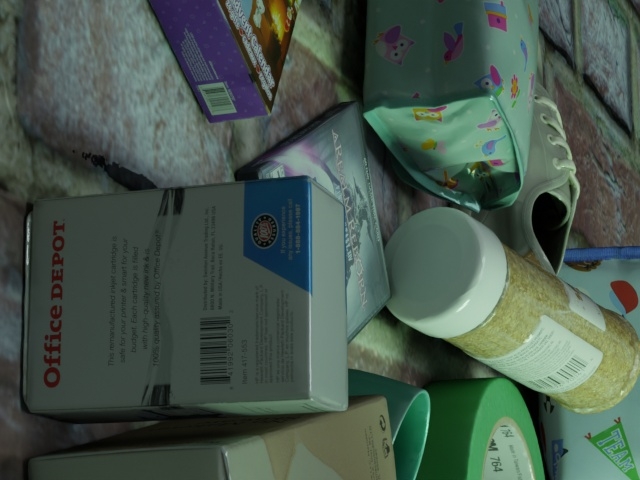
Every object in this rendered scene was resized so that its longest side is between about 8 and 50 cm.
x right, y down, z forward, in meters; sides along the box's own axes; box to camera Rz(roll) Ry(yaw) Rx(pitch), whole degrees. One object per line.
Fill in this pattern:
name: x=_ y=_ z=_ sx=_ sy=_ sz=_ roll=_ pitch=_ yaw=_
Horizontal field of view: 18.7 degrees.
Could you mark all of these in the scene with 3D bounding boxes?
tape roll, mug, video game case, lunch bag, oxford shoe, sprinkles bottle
tape roll: x=0.163 y=0.303 z=2.006 sx=0.321 sy=0.077 sz=0.321 roll=-5 pitch=90 yaw=-70
mug: x=0.020 y=0.184 z=1.603 sx=0.129 sy=0.097 sz=0.158 roll=-24 pitch=128 yaw=-70
video game case: x=0.000 y=0.000 z=1.713 sx=0.274 sy=0.026 sz=0.196 roll=-40 pitch=122 yaw=-65
lunch bag: x=0.141 y=-0.172 z=1.939 sx=0.262 sy=0.160 sz=0.223 roll=48 pitch=40 yaw=-61
lunch bag: x=0.389 y=0.205 z=2.438 sx=0.385 sy=0.238 sz=0.328 roll=75 pitch=15 yaw=-72
oxford shoe: x=0.232 y=-0.089 z=2.220 sx=0.169 sy=0.130 sz=0.449 roll=63 pitch=28 yaw=-42
sprinkles bottle: x=0.199 y=0.078 z=1.981 sx=0.355 sy=0.121 sz=0.121 roll=30 pitch=56 yaw=-50

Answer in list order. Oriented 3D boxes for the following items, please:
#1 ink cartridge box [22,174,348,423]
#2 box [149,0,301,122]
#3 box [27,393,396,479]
ink cartridge box: x=-0.084 y=0.041 z=1.232 sx=0.082 sy=0.190 sz=0.140 roll=30 pitch=57 yaw=-67
box: x=-0.090 y=-0.264 z=1.482 sx=0.293 sy=0.057 sz=0.201 roll=65 pitch=27 yaw=-42
box: x=-0.062 y=0.184 z=1.328 sx=0.311 sy=0.148 sz=0.121 roll=-4 pitch=88 yaw=-71
